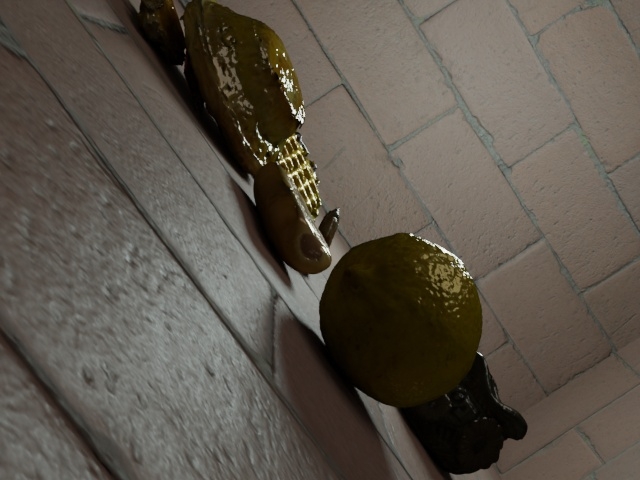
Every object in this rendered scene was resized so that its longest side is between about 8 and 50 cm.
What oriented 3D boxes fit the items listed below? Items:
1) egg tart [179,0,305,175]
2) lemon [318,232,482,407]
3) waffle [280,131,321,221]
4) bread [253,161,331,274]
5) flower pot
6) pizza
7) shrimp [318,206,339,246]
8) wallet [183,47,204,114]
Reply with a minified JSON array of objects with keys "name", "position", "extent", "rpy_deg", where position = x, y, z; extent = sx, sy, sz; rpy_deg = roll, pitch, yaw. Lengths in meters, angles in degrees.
[{"name":"egg tart","position":[-0.153,-0.354,1.871],"extent":[0.443,0.178,0.443],"rpy_deg":[-19,90,-80]},{"name":"lemon","position":[0.135,0.132,1.359],"extent":[0.322,0.268,0.268],"rpy_deg":[45,10,-50]},{"name":"waffle","position":[-0.086,-0.203,2.307],"extent":[0.312,0.060,0.307],"rpy_deg":[51,30,-38]},{"name":"bread","position":[-0.064,-0.042,1.597],"extent":[0.142,0.091,0.305],"rpy_deg":[61,1,-29]},{"name":"flower pot","position":[0.311,0.374,1.880],"extent":[0.302,0.213,0.302],"rpy_deg":[56,3,-4]},{"name":"pizza","position":[-0.349,-0.469,1.821],"extent":[0.297,0.071,0.189],"rpy_deg":[-108,-179,-62]},{"name":"shrimp","position":[0.001,0.000,1.841],"extent":[0.062,0.154,0.294],"rpy_deg":[26,-5,-5]},{"name":"wallet","position":[-0.271,-0.362,1.813],"extent":[0.197,0.020,0.103],"rpy_deg":[-96,168,-55]}]
